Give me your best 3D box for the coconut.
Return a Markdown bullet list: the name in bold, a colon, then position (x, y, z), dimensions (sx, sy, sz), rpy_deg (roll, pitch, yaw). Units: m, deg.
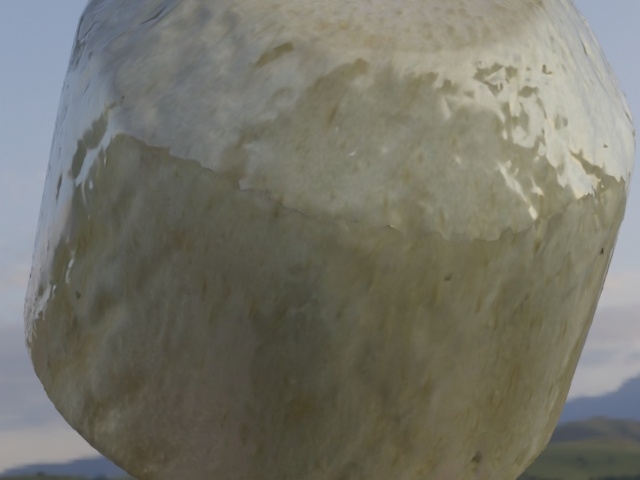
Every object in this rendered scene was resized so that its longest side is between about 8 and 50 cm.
- **coconut**: position (0.000, 0.000, 0.612), dimensions (0.329, 0.328, 0.329), rpy_deg (-2, -14, 0)
